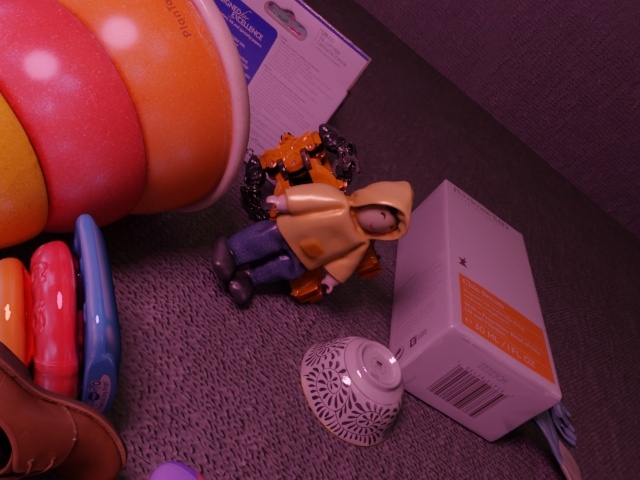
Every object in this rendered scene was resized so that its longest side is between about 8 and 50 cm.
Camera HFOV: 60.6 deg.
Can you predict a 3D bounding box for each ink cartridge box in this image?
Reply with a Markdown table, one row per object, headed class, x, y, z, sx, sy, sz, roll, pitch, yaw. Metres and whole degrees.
| class | x | y | z | sx | sy | sz | roll | pitch | yaw |
| --- | --- | --- | --- | --- | --- | --- | --- | --- | --- |
| ink cartridge box | -0.106 | -0.297 | 0.970 | 0.303 | 0.307 | 0.072 | 40 | 32 | -2 |

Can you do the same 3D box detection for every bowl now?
| class | x | y | z | sx | sy | sz | roll | pitch | yaw |
| --- | --- | --- | --- | --- | --- | --- | --- | --- | --- |
| bowl | 0.063 | 0.196 | 0.785 | 0.170 | 0.080 | 0.170 | 26 | 36 | -20 |

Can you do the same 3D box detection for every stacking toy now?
| class | x | y | z | sx | sy | sz | roll | pitch | yaw |
| --- | --- | --- | --- | --- | --- | --- | --- | --- | --- |
| stacking toy | -0.338 | -0.110 | 0.559 | 0.350 | 0.351 | 0.480 | 45 | 45 | 6 |
| stacking toy | -0.339 | 0.082 | 0.475 | 0.301 | 0.175 | 0.166 | 0 | 47 | -30 |

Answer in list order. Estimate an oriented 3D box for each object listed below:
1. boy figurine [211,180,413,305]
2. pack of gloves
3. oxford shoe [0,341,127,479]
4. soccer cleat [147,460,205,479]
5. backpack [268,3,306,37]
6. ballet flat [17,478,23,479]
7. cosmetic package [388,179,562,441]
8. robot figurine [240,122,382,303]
| class | x | y | z | sx | sy | sz | roll | pitch | yaw |
| --- | --- | --- | --- | --- | --- | --- | --- | --- | --- |
| boy figurine | 0.000 | 0.000 | 0.766 | 0.092 | 0.284 | 0.177 | -90 | 158 | -58 |
| pack of gloves | 0.406 | 0.320 | 0.992 | 0.232 | 0.046 | 0.195 | 60 | 29 | -14 |
| oxford shoe | -0.234 | 0.162 | 0.439 | 0.212 | 0.076 | 0.076 | 59 | 7 | -42 |
| soccer cleat | -0.087 | 0.309 | 0.492 | 0.083 | 0.095 | 0.248 | 1 | 51 | -44 |
| backpack | -0.072 | -0.390 | 1.234 | 0.225 | 0.191 | 0.254 | 15 | 47 | -35 |
| ballet flat | -0.194 | 0.286 | 0.403 | 0.400 | 0.139 | 0.139 | 43 | 34 | 5 |
| cosmetic package | 0.271 | 0.103 | 1.024 | 0.230 | 0.161 | 0.453 | 33 | 34 | -12 |
| robot figurine | -0.015 | -0.054 | 0.908 | 0.085 | 0.210 | 0.291 | 54 | 16 | -63 |
